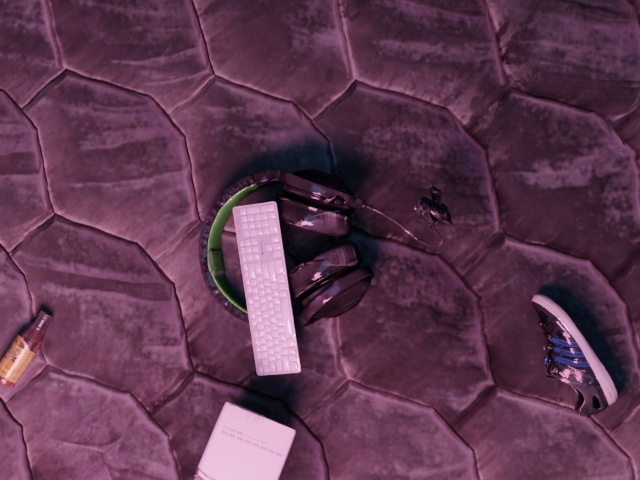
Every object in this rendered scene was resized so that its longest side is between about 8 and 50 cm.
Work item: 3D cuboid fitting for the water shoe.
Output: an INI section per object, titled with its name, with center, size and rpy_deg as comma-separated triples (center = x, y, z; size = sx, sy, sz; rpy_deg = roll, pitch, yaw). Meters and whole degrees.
[water shoe]
center = 0.371, 0.177, 1.649
size = 0.080, 0.073, 0.203
rpy_deg = -35, 84, 1

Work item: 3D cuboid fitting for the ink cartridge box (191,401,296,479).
[ink cartridge box]
center = -0.141, 0.392, 1.545
size = 0.114, 0.198, 0.273
rpy_deg = 22, 67, 1

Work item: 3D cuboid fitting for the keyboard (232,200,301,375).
[keyboard]
center = -0.079, 0.072, 1.608
size = 0.072, 0.014, 0.256
rpy_deg = -7, 93, 27

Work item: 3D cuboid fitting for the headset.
[headset]
center = 0.000, 0.000, 1.620
size = 0.394, 0.185, 0.244
rpy_deg = -11, 85, 12

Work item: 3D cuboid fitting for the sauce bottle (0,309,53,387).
[sauce bottle]
center = -0.464, 0.167, 1.693
size = 0.042, 0.042, 0.128
rpy_deg = 31, 85, 4
